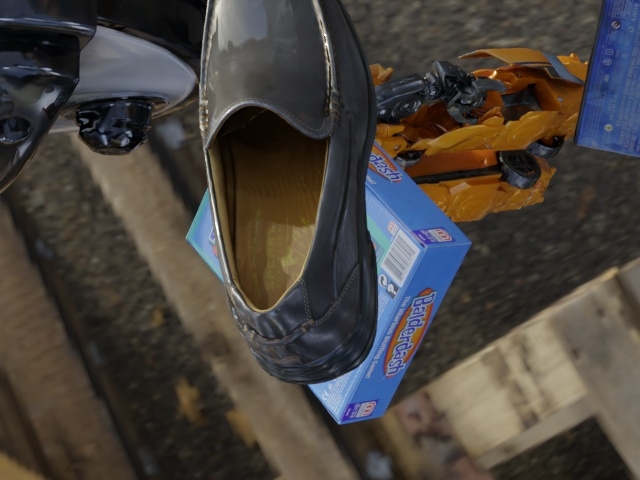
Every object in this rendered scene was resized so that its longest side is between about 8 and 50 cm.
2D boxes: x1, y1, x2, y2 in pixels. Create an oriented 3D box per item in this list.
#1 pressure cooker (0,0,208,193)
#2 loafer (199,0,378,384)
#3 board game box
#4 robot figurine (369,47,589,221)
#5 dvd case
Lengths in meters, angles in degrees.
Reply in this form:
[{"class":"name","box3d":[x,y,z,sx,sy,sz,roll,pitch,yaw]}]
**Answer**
[{"class":"pressure cooker","box3d":[-0.241,-0.236,1.382,0.376,0.370,0.420,-4,79,19]},{"class":"loafer","box3d":[-0.013,-0.038,0.677,0.062,0.061,0.170,-15,69,11]},{"class":"board game box","box3d":[0.000,0.000,1.372,0.210,0.047,0.160,49,128,34]},{"class":"robot figurine","box3d":[0.100,-0.083,1.623,0.085,0.291,0.211,60,136,29]},{"class":"dvd case","box3d":[0.337,-0.126,1.522,0.253,0.022,0.180,12,130,7]}]
